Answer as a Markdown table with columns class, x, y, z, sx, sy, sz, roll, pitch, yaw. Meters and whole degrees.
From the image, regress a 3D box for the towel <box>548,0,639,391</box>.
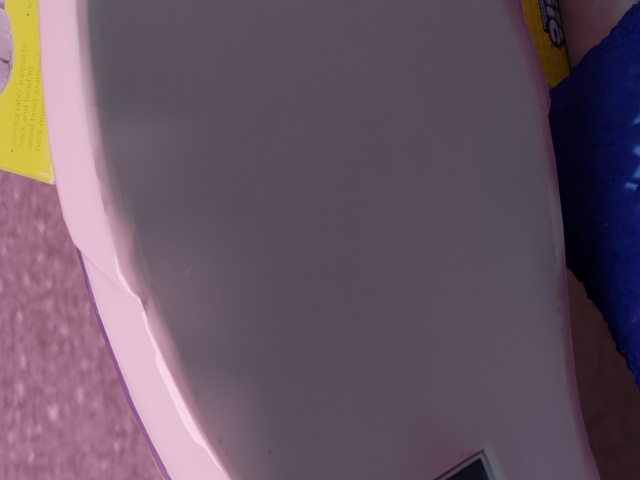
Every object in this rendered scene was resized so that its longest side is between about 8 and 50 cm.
| class | x | y | z | sx | sy | sz | roll | pitch | yaw |
| --- | --- | --- | --- | --- | --- | --- | --- | --- | --- |
| towel | 0.196 | 0.025 | 0.413 | 0.227 | 0.076 | 0.308 | -47 | 58 | 26 |

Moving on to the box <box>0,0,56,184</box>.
| class | x | y | z | sx | sy | sz | roll | pitch | yaw |
| --- | --- | --- | --- | --- | --- | --- | --- | --- | --- |
| box | -0.138 | -0.088 | 0.756 | 0.178 | 0.042 | 0.109 | 14 | 99 | 43 |

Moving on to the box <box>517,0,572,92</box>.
| class | x | y | z | sx | sy | sz | roll | pitch | yaw |
| --- | --- | --- | --- | --- | --- | --- | --- | --- | --- |
| box | 0.019 | -0.066 | 0.581 | 0.105 | 0.043 | 0.179 | -14 | 76 | 25 |

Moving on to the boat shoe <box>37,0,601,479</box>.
| class | x | y | z | sx | sy | sz | roll | pitch | yaw |
| --- | --- | --- | --- | --- | --- | --- | --- | --- | --- |
| boat shoe | -0.008 | 0.048 | 0.510 | 0.158 | 0.127 | 0.340 | -3 | 106 | 62 |
